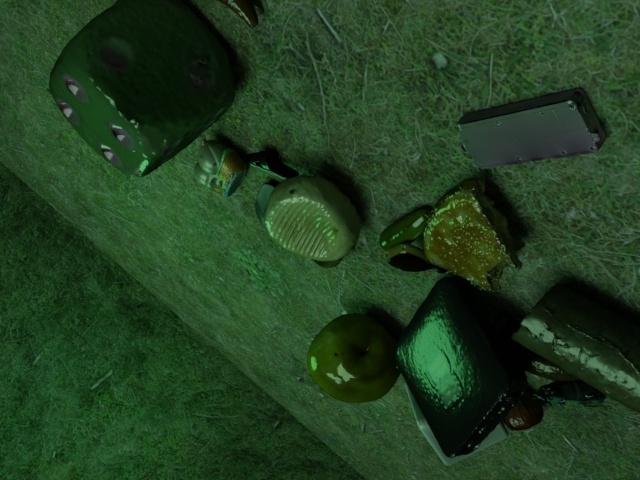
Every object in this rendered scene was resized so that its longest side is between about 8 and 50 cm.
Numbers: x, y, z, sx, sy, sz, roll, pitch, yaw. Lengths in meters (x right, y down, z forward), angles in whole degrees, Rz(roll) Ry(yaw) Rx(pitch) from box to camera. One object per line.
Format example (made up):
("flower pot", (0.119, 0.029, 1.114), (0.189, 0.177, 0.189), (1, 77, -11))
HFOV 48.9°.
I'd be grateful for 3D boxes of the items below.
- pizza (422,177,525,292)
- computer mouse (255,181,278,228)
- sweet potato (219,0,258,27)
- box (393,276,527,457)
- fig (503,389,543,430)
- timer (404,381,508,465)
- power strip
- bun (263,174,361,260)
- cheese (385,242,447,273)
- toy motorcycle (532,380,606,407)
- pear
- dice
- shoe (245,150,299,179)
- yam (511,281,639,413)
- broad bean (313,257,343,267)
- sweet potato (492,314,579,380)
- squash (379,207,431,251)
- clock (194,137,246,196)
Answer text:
("pizza", (0.330, -0.006, 1.491), (0.223, 0.089, 0.323), (42, 155, 12))
("computer mouse", (-0.134, -0.084, 1.986), (0.113, 0.068, 0.229), (35, 152, 8))
("sweet potato", (-0.224, -0.533, 1.459), (0.255, 0.058, 0.078), (37, 173, 16))
("box", (0.324, 0.309, 1.717), (0.350, 0.091, 0.359), (62, 143, 36))
("fig", (0.519, 0.441, 1.875), (0.153, 0.119, 0.119), (46, 152, -12))
("timer", (0.371, 0.462, 1.933), (0.194, 0.195, 0.192), (57, -170, -27))
("power strip", (0.360, -0.190, 1.235), (0.279, 0.037, 0.109), (-3, 129, 54))
("bun", (-0.017, -0.063, 1.771), (0.259, 0.160, 0.259), (10, 135, 10))
("cheese", (0.239, 0.050, 1.682), (0.162, 0.036, 0.086), (21, 147, -28))
("toy motorcycle", (0.586, 0.359, 1.648), (0.173, 0.058, 0.100), (1, 146, -9))
("pear", (0.103, 0.356, 2.120), (0.294, 0.294, 0.294), (31, 151, 19))
("dice", (-0.412, -0.362, 1.662), (0.330, 0.318, 0.322), (47, 153, -9))
("shoe", (-0.122, -0.205, 1.809), (0.159, 0.062, 0.053), (29, 138, 23))
("yam", (0.562, 0.216, 1.436), (0.304, 0.168, 0.168), (30, 151, 18))
("broad bean", (0.000, 0.000, 1.939), (0.124, 0.082, 0.174), (-16, 109, 56))
("sweet potato", (0.517, 0.260, 1.635), (0.286, 0.112, 0.085), (18, 177, 31))
("squash", (0.202, -0.025, 1.655), (0.066, 0.066, 0.201), (43, 146, -3))
("clock", (-0.287, -0.203, 1.972), (0.144, 0.103, 0.231), (41, 151, 3))
